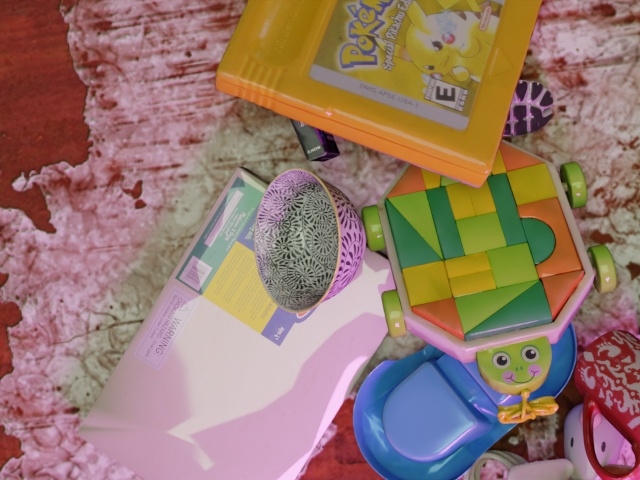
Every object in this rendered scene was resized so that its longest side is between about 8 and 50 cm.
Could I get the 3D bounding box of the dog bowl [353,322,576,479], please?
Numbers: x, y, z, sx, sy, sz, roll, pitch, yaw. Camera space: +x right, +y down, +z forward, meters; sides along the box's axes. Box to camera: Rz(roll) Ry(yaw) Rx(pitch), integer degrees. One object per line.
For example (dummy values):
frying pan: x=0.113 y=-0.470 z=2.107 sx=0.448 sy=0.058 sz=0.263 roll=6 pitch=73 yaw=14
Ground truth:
dog bowl: x=0.179 y=0.175 z=1.338 sx=0.297 sy=0.074 sz=0.166 roll=-42 pitch=68 yaw=8

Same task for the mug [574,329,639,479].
mug: x=0.352 y=0.183 z=1.219 sx=0.150 sy=0.169 sz=0.113 roll=-13 pitch=123 yaw=-22

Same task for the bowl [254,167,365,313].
bowl: x=0.000 y=0.000 z=1.304 sx=0.170 sy=0.080 sz=0.170 roll=0 pitch=90 yaw=52

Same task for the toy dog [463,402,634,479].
toy dog: x=0.282 y=0.322 z=1.230 sx=0.220 sy=0.161 sz=0.334 roll=-15 pitch=51 yaw=6

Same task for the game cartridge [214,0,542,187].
game cartridge: x=0.076 y=-0.239 z=1.280 sx=0.323 sy=0.053 sz=0.285 roll=21 pitch=64 yaw=-2

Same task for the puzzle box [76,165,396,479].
puzzle box: x=-0.091 y=0.146 z=1.402 sx=0.272 sy=0.052 sz=0.409 roll=33 pitch=96 yaw=5

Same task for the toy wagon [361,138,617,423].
toy wagon: x=0.200 y=0.039 z=1.274 sx=0.267 sy=0.068 sz=0.344 roll=-12 pitch=59 yaw=1

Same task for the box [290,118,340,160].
box: x=-0.026 y=-0.173 z=1.345 sx=0.029 sy=0.116 sz=0.162 roll=-24 pitch=89 yaw=10

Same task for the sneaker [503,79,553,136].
sneaker: x=0.198 y=-0.165 z=1.346 sx=0.170 sy=0.071 sz=0.068 roll=-5 pitch=110 yaw=-7
